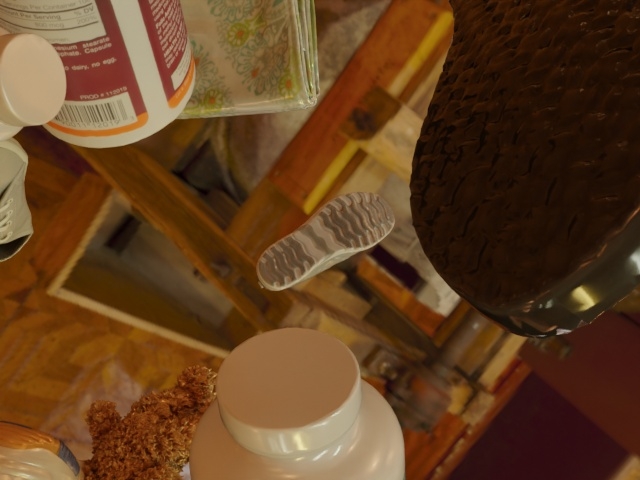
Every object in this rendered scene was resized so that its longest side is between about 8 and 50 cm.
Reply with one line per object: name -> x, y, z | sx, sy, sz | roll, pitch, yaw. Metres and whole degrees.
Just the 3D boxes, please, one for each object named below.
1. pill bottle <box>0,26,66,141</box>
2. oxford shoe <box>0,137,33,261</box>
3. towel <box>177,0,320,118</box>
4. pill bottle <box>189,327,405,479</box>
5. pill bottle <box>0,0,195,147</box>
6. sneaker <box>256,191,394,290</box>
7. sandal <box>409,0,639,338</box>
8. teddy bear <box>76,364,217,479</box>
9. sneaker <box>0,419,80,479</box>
pill bottle -> -0.288, -0.123, 0.747 | 0.094, 0.169, 0.094 | -4, 95, -61
oxford shoe -> -0.548, -0.063, 1.524 | 0.169, 0.130, 0.449 | -12, 167, -15
towel -> -0.178, -0.382, 1.676 | 0.090, 0.374, 0.321 | -12, 100, -64
pill bottle -> -0.011, 0.189, 0.666 | 0.146, 0.146, 0.264 | -25, 131, -26
pill bottle -> -0.284, -0.311, 1.085 | 0.224, 0.224, 0.392 | -33, 150, -17
sneaker -> 0.000, 0.000, 1.658 | 0.281, 0.105, 0.115 | -26, 175, -20
sandal -> 0.146, -0.101, 0.484 | 0.107, 0.446, 0.167 | 42, 121, -18
teddy bear -> -0.282, 0.319, 1.437 | 0.337, 0.245, 0.113 | -23, 139, 4
sneaker -> -0.267, 0.281, 0.876 | 0.296, 0.111, 0.131 | 74, 28, -53
